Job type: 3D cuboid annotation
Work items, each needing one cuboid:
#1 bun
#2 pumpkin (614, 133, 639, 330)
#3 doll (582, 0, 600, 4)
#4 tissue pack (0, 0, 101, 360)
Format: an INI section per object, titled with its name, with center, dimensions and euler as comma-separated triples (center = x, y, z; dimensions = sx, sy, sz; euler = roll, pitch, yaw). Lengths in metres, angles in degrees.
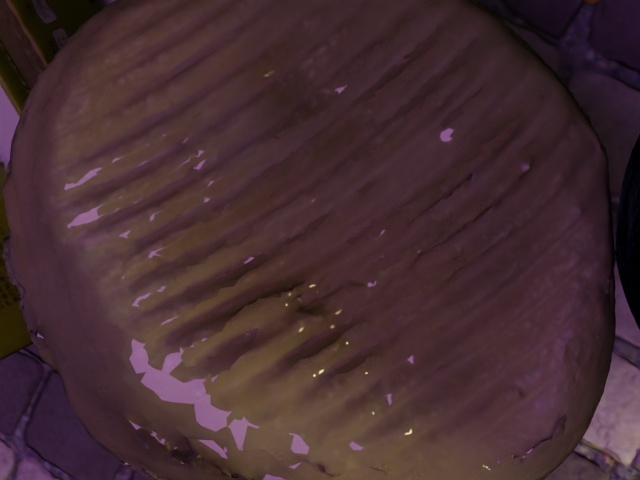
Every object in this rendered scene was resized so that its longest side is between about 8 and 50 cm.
[bun]
center = 0.000, 0.000, 0.883
dimensions = 0.362, 0.234, 0.326
euler = 28, 84, -1
[pumpkin]
center = 0.324, 0.035, 0.772
dimensions = 0.266, 0.363, 0.363
euler = -43, 90, 13
[doll]
center = 0.304, -0.219, 0.811
dimensions = 0.363, 0.145, 0.199
euler = -11, 118, 20
[tissue pack]
center = -0.234, -0.070, 1.054
dimensions = 0.200, 0.167, 0.275
euler = -26, 99, 28
